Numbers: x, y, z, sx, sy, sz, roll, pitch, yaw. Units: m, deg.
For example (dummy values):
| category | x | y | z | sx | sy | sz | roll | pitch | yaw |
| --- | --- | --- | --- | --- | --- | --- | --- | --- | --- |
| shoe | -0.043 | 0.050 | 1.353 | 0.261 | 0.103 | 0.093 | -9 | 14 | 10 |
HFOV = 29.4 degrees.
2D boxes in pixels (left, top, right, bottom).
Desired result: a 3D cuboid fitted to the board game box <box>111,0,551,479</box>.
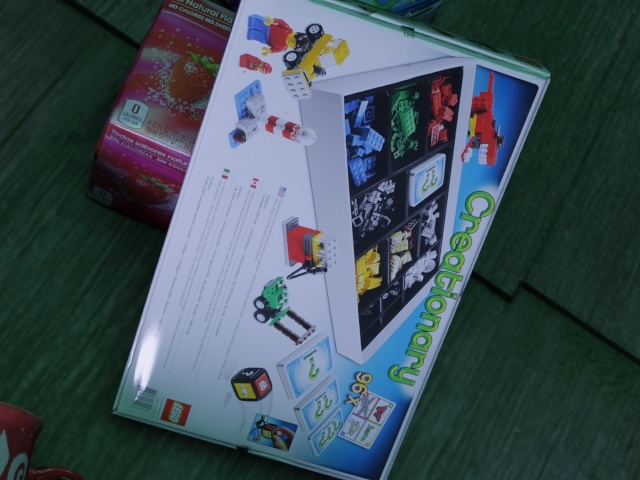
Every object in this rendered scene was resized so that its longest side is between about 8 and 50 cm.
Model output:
| category | x | y | z | sx | sy | sz | roll | pitch | yaw |
| --- | --- | --- | --- | --- | --- | --- | --- | --- | --- |
| board game box | 0.000 | 0.000 | 0.787 | 0.193 | 0.305 | 0.053 | 18 | 19 | -8 |

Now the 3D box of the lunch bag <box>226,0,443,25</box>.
| category | x | y | z | sx | sy | sz | roll | pitch | yaw |
| --- | --- | --- | --- | --- | --- | --- | --- | --- | --- |
| lunch bag | -0.008 | -0.245 | 1.001 | 0.176 | 0.090 | 0.219 | -27 | 77 | -25 |

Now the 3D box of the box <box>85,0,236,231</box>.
| category | x | y | z | sx | sy | sz | roll | pitch | yaw |
| --- | --- | --- | --- | --- | --- | --- | --- | --- | --- |
| box | -0.025 | -0.057 | 0.886 | 0.257 | 0.122 | 0.128 | 23 | 61 | -8 |

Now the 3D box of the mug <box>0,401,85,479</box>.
| category | x | y | z | sx | sy | sz | roll | pitch | yaw |
| --- | --- | --- | --- | --- | --- | --- | --- | --- | --- |
| mug | -0.216 | 0.183 | 0.713 | 0.150 | 0.113 | 0.169 | 8 | 67 | -4 |
